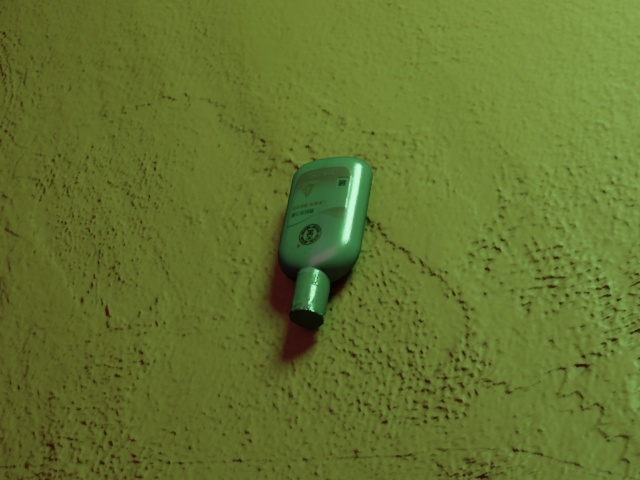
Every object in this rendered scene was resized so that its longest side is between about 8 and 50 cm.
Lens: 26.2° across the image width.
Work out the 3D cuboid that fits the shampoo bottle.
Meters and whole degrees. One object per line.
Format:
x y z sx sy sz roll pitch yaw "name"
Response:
0.000 0.000 1.230 0.080 0.040 0.165 -6 53 24 "shampoo bottle"
